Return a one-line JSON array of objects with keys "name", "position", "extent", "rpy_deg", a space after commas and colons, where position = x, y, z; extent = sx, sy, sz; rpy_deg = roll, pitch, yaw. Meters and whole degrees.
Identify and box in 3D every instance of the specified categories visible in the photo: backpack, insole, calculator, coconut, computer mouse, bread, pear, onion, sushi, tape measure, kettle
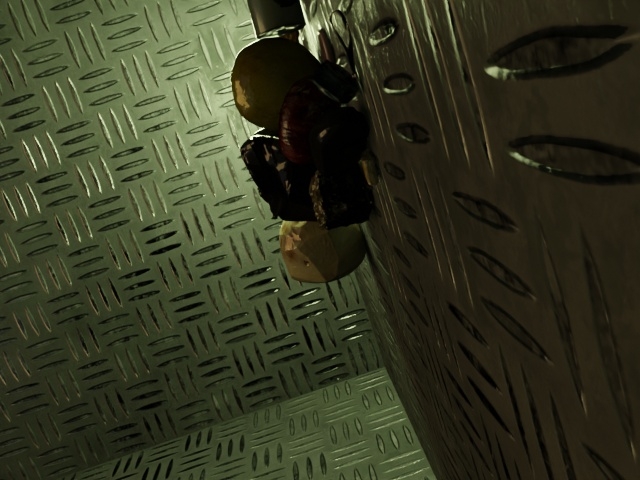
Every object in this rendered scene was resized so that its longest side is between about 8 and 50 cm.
[{"name": "backpack", "position": [-0.095, -0.226, 2.068], "extent": [0.446, 0.363, 0.255], "rpy_deg": [50, -129, -42]}, {"name": "insole", "position": [0.198, 0.026, 1.677], "extent": [0.053, 0.002, 0.153], "rpy_deg": [75, 176, -74]}, {"name": "calculator", "position": [0.022, -0.470, 1.524], "extent": [0.103, 0.024, 0.166], "rpy_deg": [-110, 0, -45]}, {"name": "coconut", "position": [0.000, 0.000, 2.421], "extent": [0.415, 0.344, 0.416], "rpy_deg": [-16, -90, -89]}, {"name": "computer mouse", "position": [0.040, -0.246, 1.383], "extent": [0.086, 0.137, 0.270], "rpy_deg": [63, 176, 15]}, {"name": "bread", "position": [0.119, -0.175, 1.400], "extent": [0.083, 0.035, 0.070], "rpy_deg": [-95, -11, -64]}, {"name": "pear", "position": [-0.128, -0.499, 1.873], "extent": [0.304, 0.303, 0.304], "rpy_deg": [161, 90, -89]}, {"name": "onion", "position": [-0.021, -0.335, 1.638], "extent": [0.246, 0.190, 0.246], "rpy_deg": [10, -90, -85]}, {"name": "sushi", "position": [0.054, -0.138, 1.794], "extent": [0.350, 0.170, 0.211], "rpy_deg": [112, 141, -87]}, {"name": "tape measure", "position": [0.052, -0.382, 1.225], "extent": [0.107, 0.104, 0.180], "rpy_deg": [-62, -7, -60]}, {"name": "kettle", "position": [-0.149, -0.764, 1.822], "extent": [0.221, 0.161, 0.237], "rpy_deg": [-65, -40, -76]}]

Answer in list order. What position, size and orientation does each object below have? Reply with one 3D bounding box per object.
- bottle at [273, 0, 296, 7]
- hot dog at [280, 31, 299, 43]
[{"name": "bottle", "position": [-0.155, -0.777, 1.595], "extent": [0.336, 0.144, 0.144], "rpy_deg": [57, 174, 20]}, {"name": "hot dog", "position": [-0.132, -0.752, 2.281], "extent": [0.259, 0.114, 0.175], "rpy_deg": [77, 176, -75]}]
